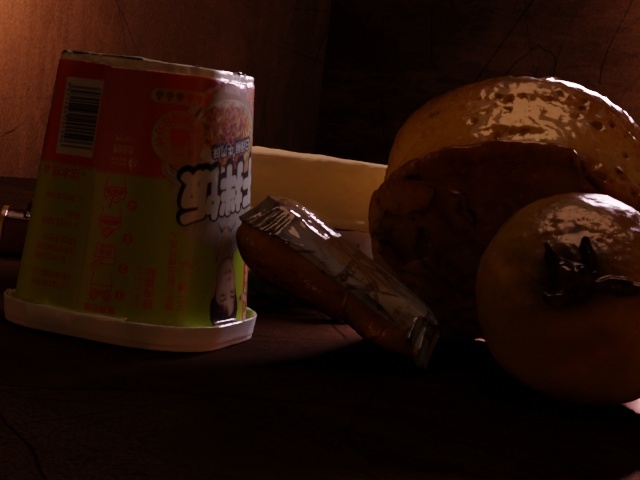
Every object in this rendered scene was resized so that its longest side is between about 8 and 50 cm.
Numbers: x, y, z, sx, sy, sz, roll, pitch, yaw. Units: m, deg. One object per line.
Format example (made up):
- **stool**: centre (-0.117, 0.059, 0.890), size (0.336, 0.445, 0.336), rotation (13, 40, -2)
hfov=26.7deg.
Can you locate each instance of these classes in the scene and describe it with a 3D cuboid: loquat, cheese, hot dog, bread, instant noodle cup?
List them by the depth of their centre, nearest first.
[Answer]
- **loquat**: centre (0.279, 0.061, 1.427), size (0.244, 0.244, 0.244), rotation (7, 5, -1)
- **hot dog**: centre (0.022, 0.049, 1.513), size (0.270, 0.082, 0.162), rotation (37, 12, -1)
- **instant noodle cup**: centre (-0.200, -0.051, 1.539), size (0.294, 0.307, 0.294), rotation (7, 5, -1)
- **bread**: centre (0.246, -0.027, 1.661), size (0.398, 0.215, 0.398), rotation (4, -38, 3)
- **cheese**: centre (-0.079, -0.085, 2.022), size (0.384, 0.104, 0.384), rotation (6, 5, -1)

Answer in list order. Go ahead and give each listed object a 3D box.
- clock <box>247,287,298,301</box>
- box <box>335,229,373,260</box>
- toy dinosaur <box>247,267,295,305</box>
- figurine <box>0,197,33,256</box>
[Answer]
- **clock**: centre (-0.041, 0.049, 2.050), size (0.281, 0.055, 0.280), rotation (6, 5, -1)
- **box**: centre (0.000, 0.000, 2.044), size (0.129, 0.051, 0.130), rotation (10, 7, 41)
- **toy dinosaur**: centre (-0.049, 0.056, 1.790), size (0.187, 0.087, 0.179), rotation (7, 4, 19)
- **figurine**: centre (-0.449, -0.023, 2.081), size (0.154, 0.098, 0.082), rotation (9, 9, -4)
